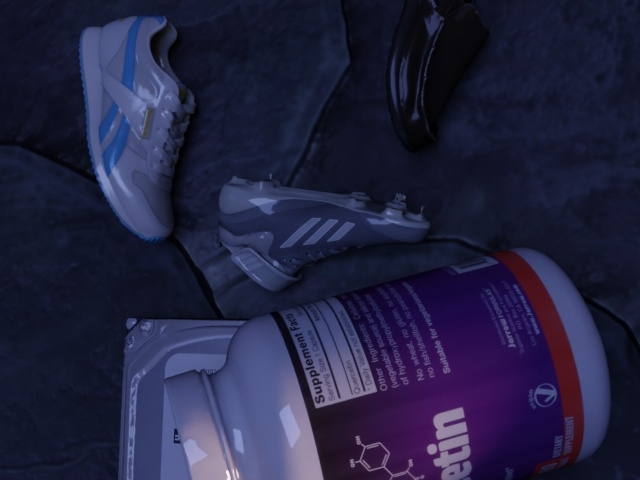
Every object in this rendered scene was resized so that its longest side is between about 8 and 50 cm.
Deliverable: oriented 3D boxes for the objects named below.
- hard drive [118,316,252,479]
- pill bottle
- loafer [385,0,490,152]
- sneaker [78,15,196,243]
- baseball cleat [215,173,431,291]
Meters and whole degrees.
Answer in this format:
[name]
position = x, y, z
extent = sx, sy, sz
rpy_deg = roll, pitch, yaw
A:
[hard drive]
position = -0.072, 0.240, 0.973
extent = 0.237, 0.064, 0.339
rpy_deg = 0, 85, 17
[pill bottle]
position = 0.050, 0.126, 0.837
extent = 0.323, 0.181, 0.181
rpy_deg = -15, 79, -10
[loafer]
position = 0.112, -0.187, 0.957
extent = 0.078, 0.080, 0.220
rpy_deg = 8, 86, 17
[sneaker]
position = -0.170, -0.111, 1.030
extent = 0.092, 0.087, 0.228
rpy_deg = -13, 82, 12
[baseball cleat]
position = 0.000, 0.000, 0.986
extent = 0.206, 0.072, 0.109
rpy_deg = 12, 101, 22
